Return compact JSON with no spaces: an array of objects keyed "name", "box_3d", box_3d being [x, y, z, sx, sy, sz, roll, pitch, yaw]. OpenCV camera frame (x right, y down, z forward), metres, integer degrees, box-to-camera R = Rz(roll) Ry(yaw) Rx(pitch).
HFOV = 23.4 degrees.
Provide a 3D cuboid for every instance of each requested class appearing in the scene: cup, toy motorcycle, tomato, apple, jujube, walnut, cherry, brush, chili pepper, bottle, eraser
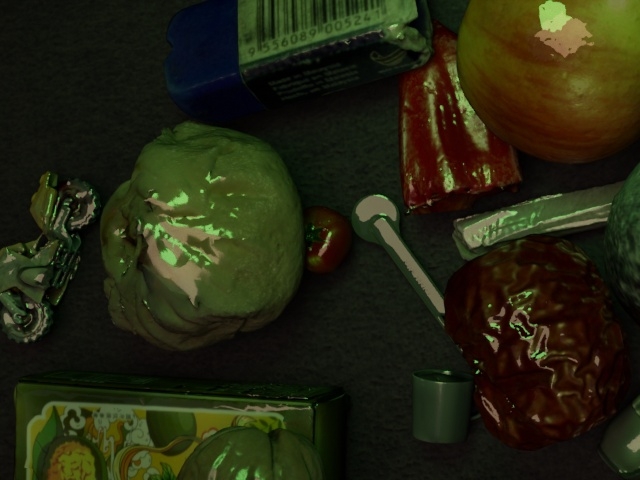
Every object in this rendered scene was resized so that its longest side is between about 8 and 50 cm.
[{"name":"cup","box_3d":[0.158,0.201,1.871,0.100,0.078,0.077,1,97,-14]},{"name":"toy motorcycle","box_3d":[-0.379,0.015,2.011,0.129,0.094,0.229,24,92,16]},{"name":"tomato","box_3d":[0.000,0.000,1.909,0.087,0.075,0.087,-8,72,24]},{"name":"apple","box_3d":[0.279,-0.232,1.719,0.233,0.286,0.286,17,95,10]},{"name":"jujube","box_3d":[0.252,0.111,1.766,0.213,0.213,0.232,-26,83,15]},{"name":"walnut","box_3d":[-0.087,0.317,1.751,0.178,0.178,0.230,18,106,15]},{"name":"cherry","box_3d":[0.426,-0.008,1.675,0.218,0.296,0.255,44,91,19]},{"name":"brush","box_3d":[0.128,0.056,1.902,0.062,0.027,0.266,-36,85,14]},{"name":"chili pepper","box_3d":[0.160,-0.158,1.849,0.144,0.136,0.253,-19,74,50]},{"name":"bottle","box_3d":[0.431,0.180,1.777,0.253,0.079,0.096,-44,35,12]},{"name":"eraser","box_3d":[-0.025,-0.247,1.869,0.332,0.101,0.155,-15,58,21]}]

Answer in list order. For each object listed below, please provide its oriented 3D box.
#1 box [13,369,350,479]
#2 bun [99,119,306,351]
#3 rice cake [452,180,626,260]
[{"name":"box","box_3d":[-0.182,0.362,1.934,0.420,0.138,0.373,3,91,17]},{"name":"bun","box_3d":[-0.158,0.004,1.858,0.281,0.204,0.282,8,102,41]},{"name":"rice cake","box_3d":[0.285,-0.027,1.840,0.269,0.049,0.055,-15,69,15]}]
